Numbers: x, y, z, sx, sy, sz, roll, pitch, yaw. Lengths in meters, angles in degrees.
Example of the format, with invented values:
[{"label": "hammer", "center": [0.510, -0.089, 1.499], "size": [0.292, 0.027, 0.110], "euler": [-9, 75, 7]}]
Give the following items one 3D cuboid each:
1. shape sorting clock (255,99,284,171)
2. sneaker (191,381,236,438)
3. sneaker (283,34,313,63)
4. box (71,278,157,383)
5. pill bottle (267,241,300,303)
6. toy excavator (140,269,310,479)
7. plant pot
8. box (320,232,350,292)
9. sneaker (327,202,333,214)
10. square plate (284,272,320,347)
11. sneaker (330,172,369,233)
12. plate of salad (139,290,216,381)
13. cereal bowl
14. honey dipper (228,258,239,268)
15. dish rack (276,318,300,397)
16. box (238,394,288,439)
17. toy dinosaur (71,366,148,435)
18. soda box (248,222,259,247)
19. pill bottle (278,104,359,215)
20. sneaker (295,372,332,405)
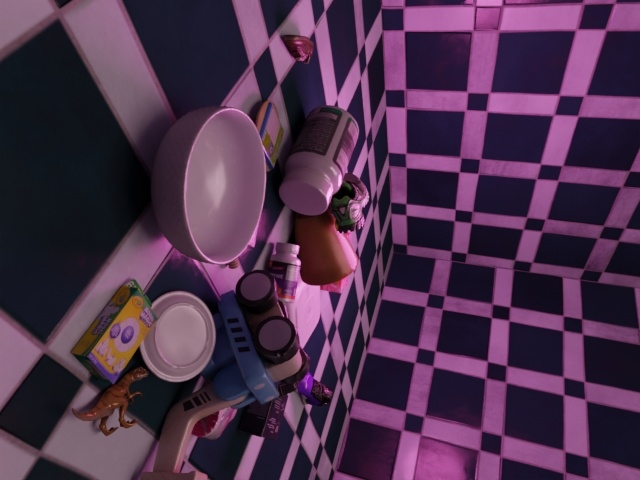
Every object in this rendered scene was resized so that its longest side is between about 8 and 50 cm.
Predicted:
[{"label": "shape sorting clock", "center": [-0.158, -0.308, 1.364], "size": [0.206, 0.040, 0.207], "euler": [5, 90, -74]}, {"label": "sneaker", "center": [-0.272, 0.428, 1.268], "size": [0.111, 0.102, 0.252], "euler": [83, 29, -49]}, {"label": "sneaker", "center": [-0.064, -0.614, 1.480], "size": [0.188, 0.066, 0.071], "euler": [-35, 132, -65]}, {"label": "box", "center": [-0.382, 0.170, 0.886], "size": [0.105, 0.043, 0.179], "euler": [79, 24, -45]}, {"label": "pill bottle", "center": [-0.125, 0.107, 1.542], "size": [0.108, 0.108, 0.194], "euler": [26, 73, -71]}, {"label": "toy excavator", "center": [-0.244, 0.354, 1.145], "size": [0.222, 0.444, 0.433], "euler": [76, -12, -56]}, {"label": "plant pot", "center": [0.000, 0.000, 1.740], "size": [0.237, 0.237, 0.255], "euler": [-57, 135, -53]}, {"label": "box", "center": [0.055, 0.091, 2.058], "size": [0.122, 0.128, 0.257], "euler": [-38, 133, -65]}, {"label": "sneaker", "center": [0.009, -0.205, 1.841], "size": [0.147, 0.104, 0.296], "euler": [-59, 145, -47]}, {"label": "square plate", "center": [-0.067, 0.284, 1.896], "size": [0.347, 0.049, 0.344], "euler": [-52, 146, -58]}, {"label": "sneaker", "center": [0.106, -0.174, 1.703], "size": [0.344, 0.134, 0.146], "euler": [-85, 162, -58]}, {"label": "plate of salad", "center": [-0.321, 0.214, 1.034], "size": [0.199, 0.048, 0.200], "euler": [21, 62, -47]}, {"label": "cereal bowl", "center": [-0.251, -0.120, 0.999], "size": [0.339, 0.141, 0.339], "euler": [8, 90, -72]}, {"label": "honey dipper", "center": [-0.250, 0.003, 1.247], "size": [0.030, 0.030, 0.161], "euler": [-56, 145, -54]}, {"label": "dish rack", "center": [-0.130, 0.388, 1.620], "size": [0.208, 0.074, 0.272], "euler": [9, 64, -84]}, {"label": "box", "center": [-0.191, 0.586, 1.572], "size": [0.156, 0.093, 0.158], "euler": [63, 38, -60]}, {"label": "toy dinosaur", "center": [-0.406, 0.316, 0.876], "size": [0.211, 0.064, 0.112], "euler": [-49, 126, -75]}, {"label": "soda box", "center": [-0.206, -0.068, 1.303], "size": [0.060, 0.053, 0.169], "euler": [26, 74, -71]}, {"label": "pill bottle", "center": [-0.005, -0.277, 1.586], "size": [0.204, 0.204, 0.361], "euler": [74, 30, -51]}, {"label": "sneaker", "center": [-0.019, 0.662, 2.049], "size": [0.293, 0.146, 0.102], "euler": [74, 30, -53]}]
